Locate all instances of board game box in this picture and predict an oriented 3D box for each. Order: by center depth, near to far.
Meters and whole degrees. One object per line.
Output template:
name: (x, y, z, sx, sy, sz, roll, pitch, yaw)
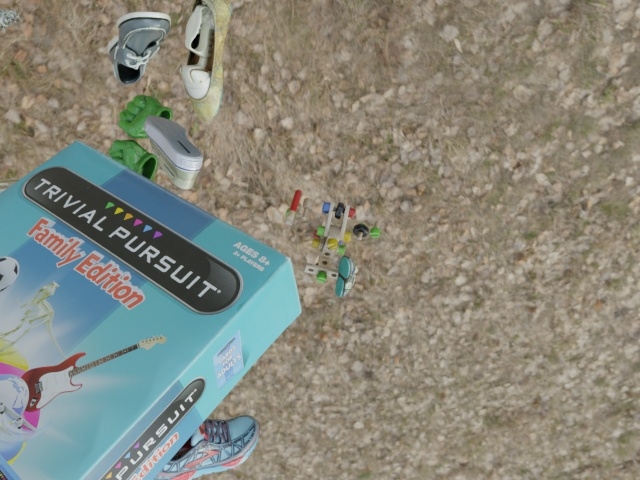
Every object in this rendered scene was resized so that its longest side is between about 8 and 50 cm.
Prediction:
board game box: (-0.218, 0.089, 0.400, 0.254, 0.336, 0.079, 28, 148, 25)

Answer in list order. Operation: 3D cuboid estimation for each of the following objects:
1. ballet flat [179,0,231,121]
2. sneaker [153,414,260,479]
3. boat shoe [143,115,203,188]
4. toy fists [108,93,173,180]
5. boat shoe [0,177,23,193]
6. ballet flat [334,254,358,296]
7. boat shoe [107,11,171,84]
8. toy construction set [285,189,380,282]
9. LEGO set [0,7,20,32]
ballet flat: (-0.325, -0.497, 1.516, 0.123, 0.123, 0.348, 9, 112, -12)
sneaker: (-0.242, 0.427, 1.169, 0.262, 0.104, 0.125, -16, 130, -31)
boat shoe: (-0.393, -0.235, 1.437, 0.109, 0.302, 0.094, 6, 118, -35)
toy fists: (-0.559, -0.304, 1.684, 0.142, 0.096, 0.279, 22, 98, 22)
boat shoe: (-0.573, -0.093, 1.166, 0.302, 0.103, 0.113, -8, 150, -37)
ballet flat: (0.092, 0.112, 1.870, 0.070, 0.070, 0.188, 5, 134, -10)
boat shoe: (-0.419, -0.442, 1.291, 0.116, 0.319, 0.099, -8, 94, -32)
toy construction set: (0.000, 0.000, 1.917, 0.309, 0.237, 0.257, 31, 146, -23)
LEGO set: (-0.633, -0.464, 1.125, 0.023, 0.054, 0.083, 20, 120, 32)
